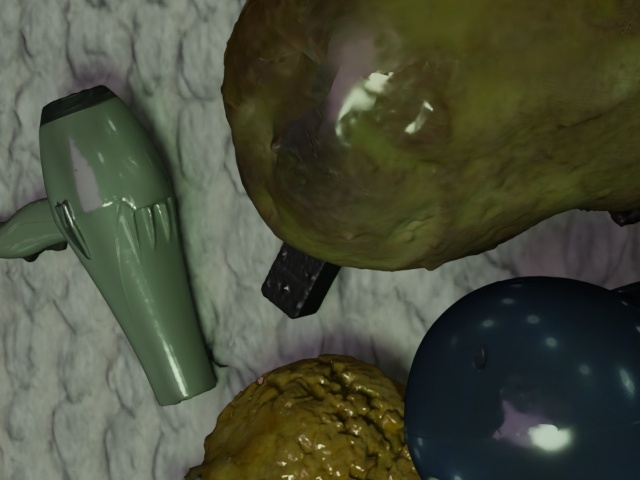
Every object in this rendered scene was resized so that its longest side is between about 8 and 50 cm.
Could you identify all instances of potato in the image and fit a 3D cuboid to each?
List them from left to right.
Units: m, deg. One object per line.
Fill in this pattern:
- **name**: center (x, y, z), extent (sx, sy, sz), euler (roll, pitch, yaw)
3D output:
- **potato**: center (0.070, -0.120, 1.084), extent (0.301, 0.237, 0.288), euler (15, 105, 34)

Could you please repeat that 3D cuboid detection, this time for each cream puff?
- **cream puff**: center (-0.008, 0.162, 1.224), extent (0.189, 0.129, 0.189), euler (-7, 70, 21)

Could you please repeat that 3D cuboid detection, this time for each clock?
- **clock**: center (0.149, 0.088, 1.054), extent (0.200, 0.243, 0.146), euler (0, 94, 39)

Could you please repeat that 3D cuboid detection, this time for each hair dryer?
- **hair dryer**: center (-0.171, 0.037, 1.404), extent (0.229, 0.092, 0.267), euler (58, 138, 8)

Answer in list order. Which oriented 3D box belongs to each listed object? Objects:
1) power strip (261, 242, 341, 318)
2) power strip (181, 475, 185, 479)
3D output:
- **power strip**: center (0.000, 0.000, 1.283), extent (0.038, 0.029, 0.111), euler (40, 116, 26)
- **power strip**: center (-0.008, 0.249, 1.312), extent (0.272, 0.052, 0.078), euler (35, 116, 29)
